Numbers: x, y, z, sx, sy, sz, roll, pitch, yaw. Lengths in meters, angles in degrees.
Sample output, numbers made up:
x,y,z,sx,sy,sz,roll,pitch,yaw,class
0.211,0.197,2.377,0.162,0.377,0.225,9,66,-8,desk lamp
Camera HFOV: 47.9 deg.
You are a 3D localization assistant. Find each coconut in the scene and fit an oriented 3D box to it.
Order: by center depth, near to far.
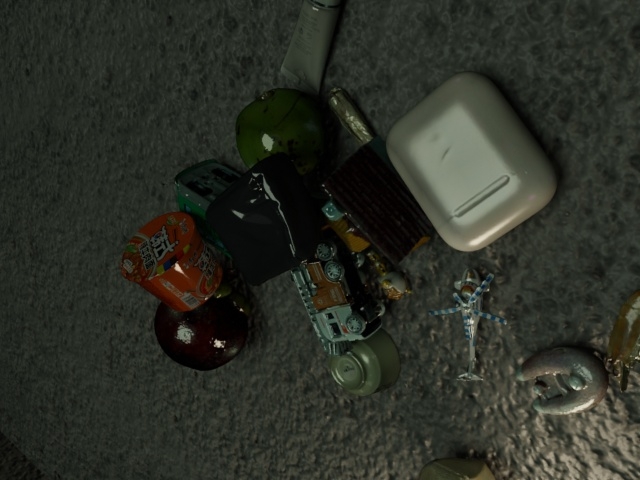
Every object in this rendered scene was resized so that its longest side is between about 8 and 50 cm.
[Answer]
x,y,z,sx,sy,sz,roll,pitch,yaw,class
0.342,0.655,1.785,0.244,0.239,0.239,52,129,8,coconut

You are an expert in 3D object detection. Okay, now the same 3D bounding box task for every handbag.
x,y,z,sx,sy,sz,roll,pitch,yaw,class
-0.115,-0.045,1.771,0.275,0.178,0.302,56,143,-3,handbag

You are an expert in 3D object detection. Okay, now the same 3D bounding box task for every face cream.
x,y,z,sx,sy,sz,roll,pitch,yaw,class
-0.020,-0.518,1.811,0.143,0.089,0.314,41,134,21,face cream

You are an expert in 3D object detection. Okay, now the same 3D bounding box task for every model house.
x,y,z,sx,sy,sz,roll,pitch,yaw,class
0.112,-0.052,1.689,0.280,0.249,0.230,46,130,-5,model house

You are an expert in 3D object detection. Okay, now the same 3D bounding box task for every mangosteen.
x,y,z,sx,sy,sz,roll,pitch,yaw,class
-0.353,0.243,2.192,0.300,0.300,0.300,13,112,36,mangosteen

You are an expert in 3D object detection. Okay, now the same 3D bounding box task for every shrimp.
x,y,z,sx,sy,sz,roll,pitch,yaw,class
0.688,0.210,1.481,0.173,0.058,0.253,13,113,27,shrimp

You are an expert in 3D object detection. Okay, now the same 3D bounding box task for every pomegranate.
x,y,z,sx,sy,sz,roll,pitch,yaw,class
-0.096,-0.257,1.856,0.254,0.254,0.270,6,119,38,pomegranate

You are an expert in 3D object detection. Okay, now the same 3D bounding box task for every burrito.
x,y,z,sx,sy,sz,roll,pitch,yaw,class
0.074,-0.313,1.821,0.058,0.045,0.188,-37,76,15,burrito

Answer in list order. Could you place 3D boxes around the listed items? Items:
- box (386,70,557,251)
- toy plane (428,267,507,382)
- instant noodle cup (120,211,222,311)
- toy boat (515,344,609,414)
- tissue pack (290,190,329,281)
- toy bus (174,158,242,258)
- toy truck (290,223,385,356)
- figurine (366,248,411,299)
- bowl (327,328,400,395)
x,y,z,sx,sy,sz,roll,pitch,yaw,class
0.323,-0.171,1.579,0.289,0.141,0.349,-38,78,27,box
0.371,0.198,1.720,0.182,0.107,0.273,-15,105,31,toy plane
-0.411,0.072,2.048,0.250,0.250,0.192,6,144,38,instant noodle cup
0.530,0.317,1.595,0.227,0.085,0.155,-35,79,53,toy boat
0.000,0.000,1.955,0.185,0.081,0.257,11,111,37,tissue pack
-0.254,-0.071,2.078,0.344,0.184,0.199,32,135,29,toy bus
0.033,0.131,1.849,0.184,0.133,0.338,-19,95,35,toy truck
0.168,0.086,1.846,0.068,0.101,0.143,-35,70,7,figurine
0.102,0.336,1.961,0.211,0.112,0.211,14,114,34,bowl
